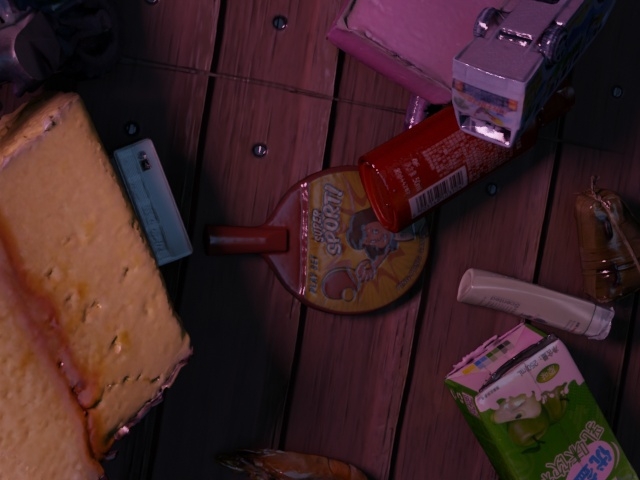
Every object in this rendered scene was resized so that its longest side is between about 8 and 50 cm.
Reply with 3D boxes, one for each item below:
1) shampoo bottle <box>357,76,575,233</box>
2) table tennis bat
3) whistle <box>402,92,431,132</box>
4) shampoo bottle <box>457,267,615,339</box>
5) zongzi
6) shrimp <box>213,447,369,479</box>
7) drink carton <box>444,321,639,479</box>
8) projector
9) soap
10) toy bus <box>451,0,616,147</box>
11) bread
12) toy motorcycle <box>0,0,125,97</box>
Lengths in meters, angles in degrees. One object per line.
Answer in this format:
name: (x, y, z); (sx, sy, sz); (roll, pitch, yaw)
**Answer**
shampoo bottle: (0.196, -0.132, 1.324); (0.314, 0.076, 0.118); (-32, 116, -17)
table tennis bat: (0.000, 0.000, 1.324); (0.310, 0.038, 0.200); (0, 93, -18)
whistle: (0.142, -0.214, 1.340); (0.033, 0.033, 0.176); (14, 92, -16)
shampoo bottle: (0.297, 0.088, 1.383); (0.212, 0.072, 0.049); (16, 59, -6)
zongzi: (0.447, -0.019, 1.411); (0.178, 0.081, 0.189); (-13, 103, -13)
shrimp: (-0.038, 0.340, 1.347); (0.236, 0.053, 0.133); (20, 112, -19)
drink carton: (0.304, 0.265, 1.391); (0.161, 0.108, 0.271); (-33, 102, -10)
projector: (-0.212, -0.048, 1.219); (0.061, 0.115, 0.147); (-21, 101, -10)
soap: (0.145, -0.328, 1.281); (0.181, 0.081, 0.259); (28, 79, -10)
toy bus: (0.282, -0.262, 1.262); (0.330, 0.109, 0.136); (-49, 149, -33)
bread: (-0.326, 0.079, 1.106); (0.345, 0.242, 0.405); (-34, 104, -22)
toy motorcycle: (-0.357, -0.257, 1.047); (0.416, 0.172, 0.232); (-31, 112, -55)
